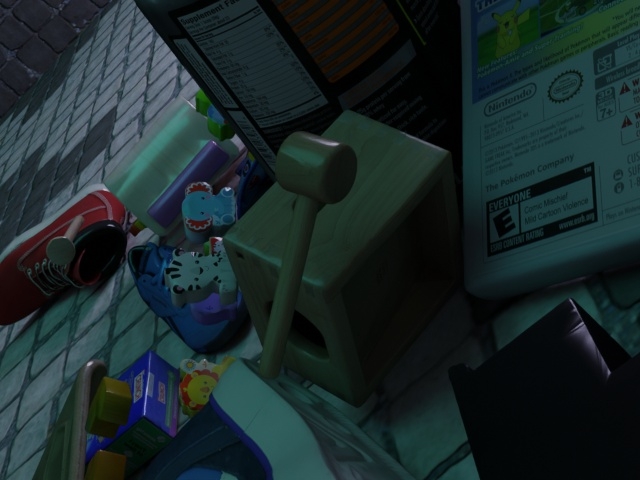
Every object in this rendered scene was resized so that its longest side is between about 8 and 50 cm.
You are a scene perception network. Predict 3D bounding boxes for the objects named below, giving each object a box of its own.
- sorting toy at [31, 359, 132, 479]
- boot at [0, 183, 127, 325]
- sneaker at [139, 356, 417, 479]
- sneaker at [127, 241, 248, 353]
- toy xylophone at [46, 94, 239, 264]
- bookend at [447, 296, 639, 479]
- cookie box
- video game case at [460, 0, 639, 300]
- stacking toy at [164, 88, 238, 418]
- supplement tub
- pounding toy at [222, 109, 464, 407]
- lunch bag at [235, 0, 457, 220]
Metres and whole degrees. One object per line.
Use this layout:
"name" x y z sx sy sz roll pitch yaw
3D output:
"sorting toy" -0.201 0.201 0.786 0.229 0.041 0.307 -92 25 -48
"boot" -0.346 0.044 1.367 0.244 0.088 0.176 -42 26 8
"sneaker" -0.035 0.218 0.557 0.236 0.130 0.323 -58 27 1
"sneaker" -0.135 0.047 1.008 0.069 0.082 0.209 -51 26 -8
"toy xylophone" -0.176 -0.065 1.146 0.236 0.081 0.323 -47 9 9
"bookend" 0.151 0.080 0.485 0.156 0.072 0.157 -41 25 16
"cookie box" -0.175 0.165 0.950 0.107 0.040 0.092 -41 27 21
"video game case" 0.211 -0.142 0.622 0.329 0.036 0.300 -22 59 47
"stacking toy" -0.092 0.008 0.857 0.167 0.052 0.221 96 172 -52
"supplement tub" -0.007 -0.163 0.778 0.193 0.316 0.193 -26 31 18
"pounding toy" -0.007 0.002 0.646 0.094 0.206 0.181 26 60 31
"lunch bag" -0.004 -0.158 1.044 0.293 0.138 0.221 -49 21 32
